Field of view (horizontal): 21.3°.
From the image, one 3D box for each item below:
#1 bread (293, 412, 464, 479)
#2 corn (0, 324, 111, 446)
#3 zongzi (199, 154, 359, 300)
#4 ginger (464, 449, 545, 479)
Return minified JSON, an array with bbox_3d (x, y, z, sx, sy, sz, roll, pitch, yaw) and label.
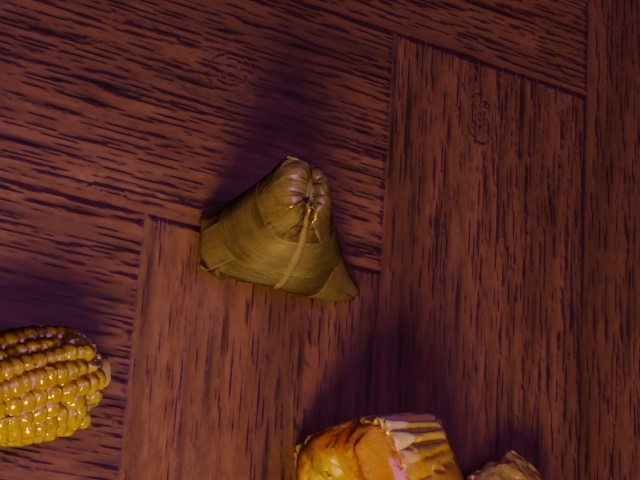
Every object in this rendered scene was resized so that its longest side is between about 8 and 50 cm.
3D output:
[{"bbox_3d":[0.079,0.286,1.465,0.119,0.152,0.288,-16,87,-41],"label":"bread"},{"bbox_3d":[-0.303,0.125,1.298,0.320,0.097,0.097,-9,82,-32],"label":"corn"},{"bbox_3d":[0.000,0.000,1.487,0.176,0.160,0.078,21,62,-25],"label":"zongzi"},{"bbox_3d":[0.231,0.330,1.603,0.118,0.065,0.299,-44,101,-20],"label":"ginger"}]
